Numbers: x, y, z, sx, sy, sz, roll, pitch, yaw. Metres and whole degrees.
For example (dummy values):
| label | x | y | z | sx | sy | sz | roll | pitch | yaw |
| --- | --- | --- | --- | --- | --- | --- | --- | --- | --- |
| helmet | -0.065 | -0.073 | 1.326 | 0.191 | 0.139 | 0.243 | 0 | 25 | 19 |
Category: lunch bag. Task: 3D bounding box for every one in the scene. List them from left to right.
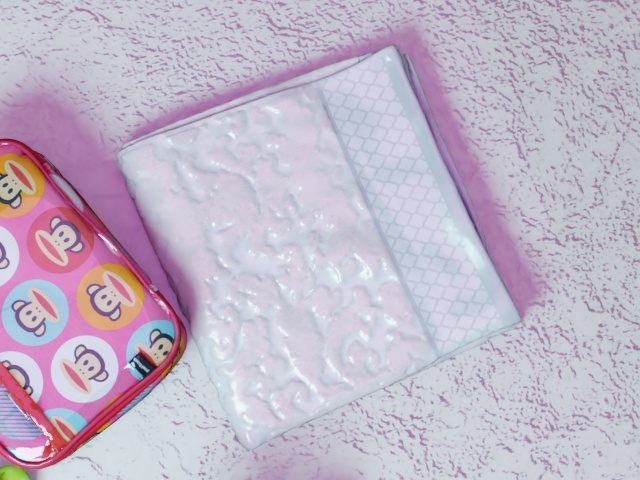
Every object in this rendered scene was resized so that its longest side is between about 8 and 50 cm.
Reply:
| label | x | y | z | sx | sy | sz | roll | pitch | yaw |
| --- | --- | --- | --- | --- | --- | --- | --- | --- | --- |
| lunch bag | -0.303 | 0.074 | 1.792 | 0.258 | 0.120 | 0.293 | -41 | 87 | -3 |

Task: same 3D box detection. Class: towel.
| label | x | y | z | sx | sy | sz | roll | pitch | yaw |
| --- | --- | --- | --- | --- | --- | --- | --- | --- | --- |
| towel | 0.000 | 0.000 | 1.847 | 0.317 | 0.053 | 0.331 | -23 | 85 | -5 |

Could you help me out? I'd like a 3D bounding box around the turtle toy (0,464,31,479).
| label | x | y | z | sx | sy | sz | roll | pitch | yaw |
| --- | --- | --- | --- | --- | --- | --- | --- | --- | --- |
| turtle toy | -0.347 | 0.247 | 1.791 | 0.130 | 0.066 | 0.095 | -4 | 90 | -5 |
